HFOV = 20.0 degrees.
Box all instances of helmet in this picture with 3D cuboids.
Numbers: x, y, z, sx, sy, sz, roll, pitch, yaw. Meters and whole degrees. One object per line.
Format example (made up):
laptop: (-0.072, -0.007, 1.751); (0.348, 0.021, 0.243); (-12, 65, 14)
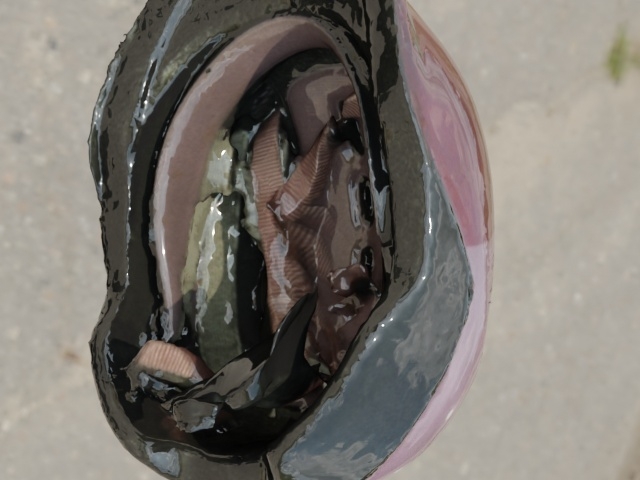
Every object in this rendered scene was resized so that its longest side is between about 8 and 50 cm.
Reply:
helmet: (0.000, 0.000, 0.821); (0.154, 0.198, 0.253); (31, 63, -43)
